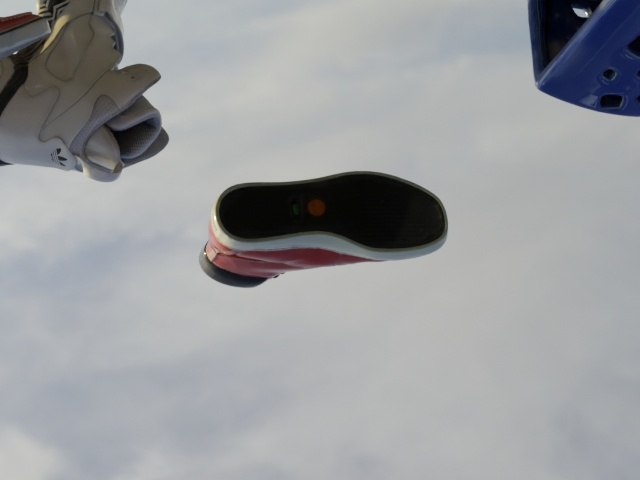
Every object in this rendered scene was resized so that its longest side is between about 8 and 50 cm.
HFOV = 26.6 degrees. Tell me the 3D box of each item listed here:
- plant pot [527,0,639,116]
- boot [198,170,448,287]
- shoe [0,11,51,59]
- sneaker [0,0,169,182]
[{"bbox_3d":[0.376,-0.265,1.467,0.212,0.236,0.236,23,-139,-15],"label":"plant pot"},{"bbox_3d":[0.000,0.000,1.407,0.244,0.088,0.176,0,160,-11],"label":"boot"},{"bbox_3d":[-0.323,-0.186,1.168,0.178,0.081,0.063,-26,-174,-32],"label":"shoe"},{"bbox_3d":[-0.264,-0.211,1.646,0.210,0.137,0.366,17,-127,13],"label":"sneaker"}]
